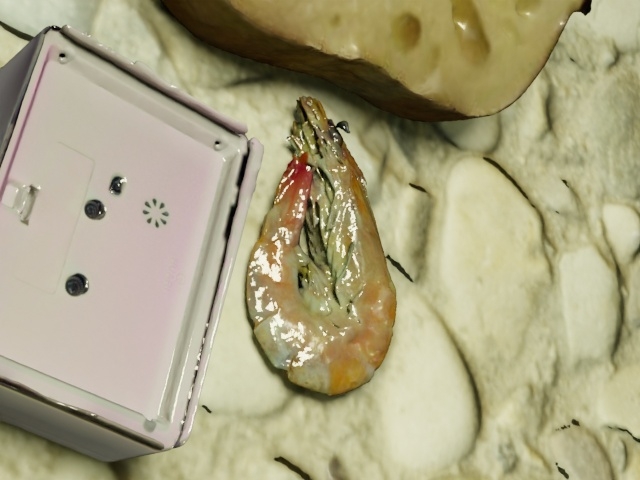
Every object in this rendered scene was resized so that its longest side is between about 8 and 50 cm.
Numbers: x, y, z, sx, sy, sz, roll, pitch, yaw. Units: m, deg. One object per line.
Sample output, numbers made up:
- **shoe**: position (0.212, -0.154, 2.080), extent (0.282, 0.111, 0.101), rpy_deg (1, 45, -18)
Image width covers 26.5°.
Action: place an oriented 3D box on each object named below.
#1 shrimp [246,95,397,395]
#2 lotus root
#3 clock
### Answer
- **shrimp**: position (0.000, 0.000, 0.830), extent (0.101, 0.042, 0.190), rpy_deg (5, 73, -30)
- **lotus root**: position (0.045, -0.255, 0.859), extent (0.390, 0.111, 0.375), rpy_deg (-26, 103, -28)
- **clock**: position (-0.120, 0.003, 0.708), extent (0.144, 0.073, 0.193), rpy_deg (29, 59, -29)
